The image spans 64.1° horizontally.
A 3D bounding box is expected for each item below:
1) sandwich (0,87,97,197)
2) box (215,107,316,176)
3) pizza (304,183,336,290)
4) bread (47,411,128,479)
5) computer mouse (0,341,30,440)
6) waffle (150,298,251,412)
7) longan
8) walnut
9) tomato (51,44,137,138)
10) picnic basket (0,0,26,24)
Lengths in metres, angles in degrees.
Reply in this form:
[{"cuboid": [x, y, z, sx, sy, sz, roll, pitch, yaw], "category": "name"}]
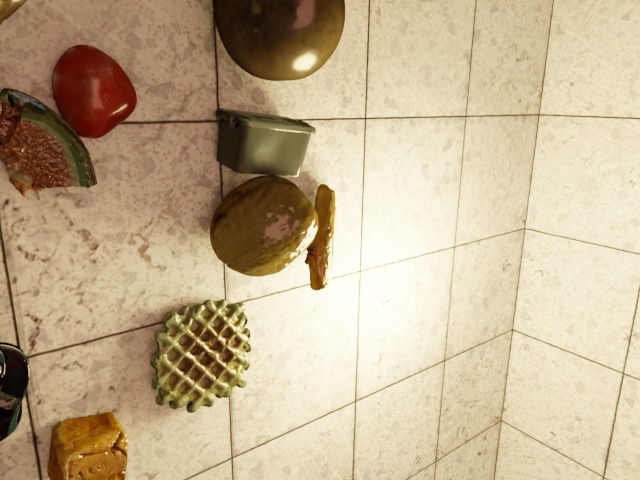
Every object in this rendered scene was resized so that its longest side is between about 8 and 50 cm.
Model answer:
[{"cuboid": [-0.557, -0.190, 1.019, 0.159, 0.079, 0.235, -31, 121, -29], "category": "sandwich"}, {"cuboid": [-0.145, -0.245, 1.294, 0.243, 0.163, 0.135, -4, 114, -39], "category": "box"}, {"cuboid": [0.000, 0.000, 1.478, 0.226, 0.086, 0.335, 89, 3, -66], "category": "pizza"}, {"cuboid": [-0.545, 0.507, 1.194, 0.158, 0.143, 0.149, -4, 105, -42], "category": "bread"}, {"cuboid": [-0.686, 0.328, 1.055, 0.137, 0.096, 0.233, 5, 101, -39], "category": "computer mouse"}, {"cuboid": [-0.315, 0.307, 1.374, 0.292, 0.056, 0.309, -8, 107, -37], "category": "waffle"}, {"cuboid": [-0.091, -0.526, 1.156, 0.319, 0.319, 0.319, -12, 110, -36], "category": "longan"}, {"cuboid": [-0.142, -0.030, 1.308, 0.283, 0.227, 0.283, -8, 107, -26], "category": "walnut"}, {"cuboid": [-0.467, -0.308, 1.057, 0.166, 0.082, 0.174, -45, 128, -19], "category": "tomato"}, {"cuboid": [-0.633, -0.426, 0.722, 0.337, 0.293, 0.337, 15, 72, -58], "category": "picnic basket"}]
